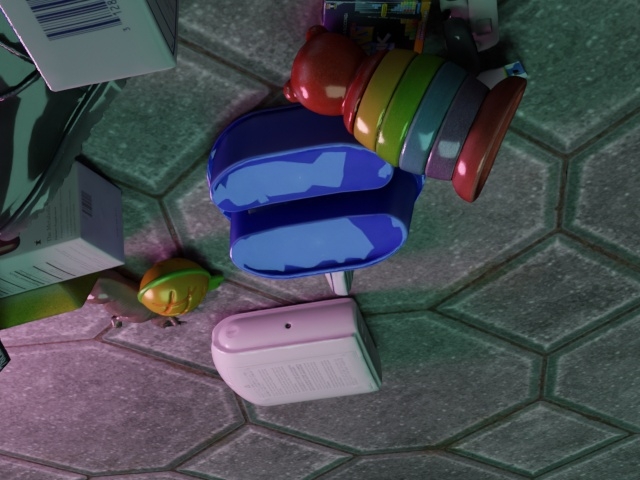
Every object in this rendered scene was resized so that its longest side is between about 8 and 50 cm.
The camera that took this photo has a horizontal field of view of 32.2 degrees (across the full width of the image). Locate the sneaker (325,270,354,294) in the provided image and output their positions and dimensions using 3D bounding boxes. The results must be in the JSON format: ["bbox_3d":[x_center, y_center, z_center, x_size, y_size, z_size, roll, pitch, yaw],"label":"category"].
[{"bbox_3d":[0.000,0.000,1.893,0.091,0.094,0.258,3,141,17],"label":"sneaker"}]

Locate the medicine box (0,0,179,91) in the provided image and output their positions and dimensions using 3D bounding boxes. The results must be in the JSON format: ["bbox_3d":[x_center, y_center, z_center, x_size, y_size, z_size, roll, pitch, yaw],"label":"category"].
[{"bbox_3d":[-0.259,-0.356,1.172,0.149,0.289,0.263,-11,144,8],"label":"medicine box"}]

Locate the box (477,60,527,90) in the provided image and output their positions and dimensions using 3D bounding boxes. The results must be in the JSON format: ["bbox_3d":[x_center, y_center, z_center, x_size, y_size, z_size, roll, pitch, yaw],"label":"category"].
[{"bbox_3d":[0.209,-0.206,1.598,0.178,0.042,0.109,-14,173,16],"label":"box"}]

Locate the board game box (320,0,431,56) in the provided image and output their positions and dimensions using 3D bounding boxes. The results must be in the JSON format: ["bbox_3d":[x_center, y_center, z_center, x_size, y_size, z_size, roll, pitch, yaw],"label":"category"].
[{"bbox_3d":[0.070,-0.278,1.516,0.141,0.048,0.170,-1,145,-4],"label":"board game box"}]

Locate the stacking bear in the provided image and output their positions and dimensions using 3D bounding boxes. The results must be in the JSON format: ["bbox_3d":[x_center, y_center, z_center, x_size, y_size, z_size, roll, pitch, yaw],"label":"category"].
[{"bbox_3d":[0.097,-0.181,1.446,0.289,0.164,0.175,24,106,10],"label":"stacking bear"}]

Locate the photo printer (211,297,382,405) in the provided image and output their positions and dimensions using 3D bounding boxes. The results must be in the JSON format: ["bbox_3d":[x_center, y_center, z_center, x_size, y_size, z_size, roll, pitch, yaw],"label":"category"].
[{"bbox_3d":[-0.052,0.227,2.184,0.308,0.107,0.256,-10,144,11],"label":"photo printer"}]

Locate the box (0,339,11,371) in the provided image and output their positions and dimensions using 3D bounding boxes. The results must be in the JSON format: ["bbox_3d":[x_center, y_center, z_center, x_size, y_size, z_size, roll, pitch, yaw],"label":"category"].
[{"bbox_3d":[-0.647,0.085,1.770,0.296,0.073,0.293,33,157,10],"label":"box"}]

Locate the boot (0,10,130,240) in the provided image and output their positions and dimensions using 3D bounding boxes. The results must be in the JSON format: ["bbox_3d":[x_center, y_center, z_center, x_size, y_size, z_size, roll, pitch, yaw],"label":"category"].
[{"bbox_3d":[-0.501,-0.229,1.387,0.445,0.146,0.367,26,107,-35],"label":"boot"}]

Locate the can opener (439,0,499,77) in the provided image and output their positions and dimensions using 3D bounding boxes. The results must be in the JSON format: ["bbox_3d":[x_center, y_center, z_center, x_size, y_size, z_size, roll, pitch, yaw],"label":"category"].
[{"bbox_3d":[0.188,-0.320,1.420,0.076,0.095,0.283,-8,148,7],"label":"can opener"}]

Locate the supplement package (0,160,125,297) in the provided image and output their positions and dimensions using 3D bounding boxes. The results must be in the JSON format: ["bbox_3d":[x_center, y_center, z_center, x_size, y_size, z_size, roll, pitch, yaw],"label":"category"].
[{"bbox_3d":[-0.453,-0.012,1.768,0.244,0.139,0.134,-16,156,17],"label":"supplement package"}]

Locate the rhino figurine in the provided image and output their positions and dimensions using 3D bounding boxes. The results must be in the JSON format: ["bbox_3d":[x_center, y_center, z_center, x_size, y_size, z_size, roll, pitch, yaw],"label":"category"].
[{"bbox_3d":[-0.342,0.118,2.043,0.243,0.073,0.106,27,139,-37],"label":"rhino figurine"}]

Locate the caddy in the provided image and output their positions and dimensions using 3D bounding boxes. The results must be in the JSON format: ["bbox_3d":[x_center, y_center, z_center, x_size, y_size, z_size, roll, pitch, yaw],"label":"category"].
[{"bbox_3d":[-0.010,-0.087,1.683,0.341,0.179,0.241,-9,121,11],"label":"caddy"}]

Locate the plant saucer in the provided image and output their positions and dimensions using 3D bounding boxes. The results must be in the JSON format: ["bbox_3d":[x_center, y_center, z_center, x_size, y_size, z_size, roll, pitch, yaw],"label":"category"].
[{"bbox_3d":[-0.466,0.067,1.888,0.188,0.188,0.045,-15,118,17],"label":"plant saucer"}]

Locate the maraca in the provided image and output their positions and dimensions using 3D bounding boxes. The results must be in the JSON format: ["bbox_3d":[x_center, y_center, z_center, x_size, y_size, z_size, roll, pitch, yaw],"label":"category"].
[{"bbox_3d":[-0.249,0.084,1.982,0.127,0.099,0.186,-28,162,22],"label":"maraca"}]
